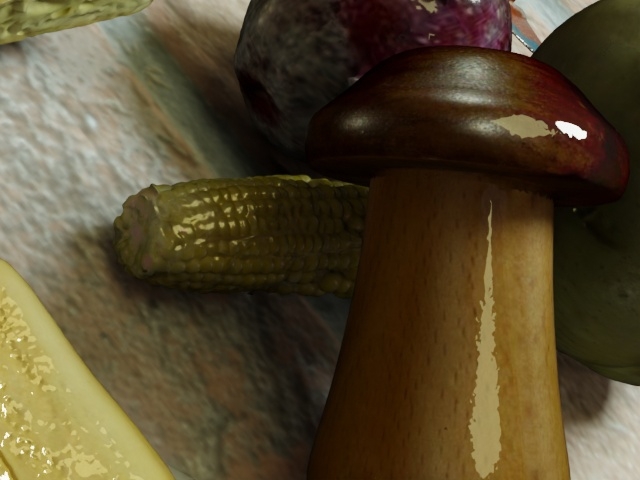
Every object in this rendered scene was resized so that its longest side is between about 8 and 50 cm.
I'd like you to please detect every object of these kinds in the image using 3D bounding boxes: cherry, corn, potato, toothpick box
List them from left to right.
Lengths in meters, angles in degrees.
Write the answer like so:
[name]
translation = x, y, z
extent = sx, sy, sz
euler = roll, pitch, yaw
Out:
[corn]
translation = 0.000, 0.000, 1.142
extent = 0.288, 0.086, 0.086
euler = 1, 56, -40
[cherry]
translation = 0.032, -0.129, 1.207
extent = 0.195, 0.195, 0.195
euler = 25, 43, -26
[toothpick box]
translation = 0.078, 0.035, 1.031
extent = 0.192, 0.192, 0.294
euler = 10, 82, -38
[potato]
translation = 0.228, -0.041, 1.200
extent = 0.221, 0.326, 0.243
euler = -30, 81, -24

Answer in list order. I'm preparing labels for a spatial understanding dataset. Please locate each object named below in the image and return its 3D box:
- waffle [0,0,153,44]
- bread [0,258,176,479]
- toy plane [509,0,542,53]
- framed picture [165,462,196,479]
[waffle]
translation = -0.236, -0.189, 1.064
extent = 0.274, 0.057, 0.168
euler = -21, 71, -35
[bread]
translation = -0.167, 0.112, 0.871
extent = 0.147, 0.098, 0.217
euler = -19, 67, -46
[toy plane]
translation = 0.045, -0.231, 1.373
extent = 0.326, 0.104, 0.223
euler = 8, 51, -34
[framed picture]
translation = -0.068, 0.235, 0.922
extent = 0.184, 0.016, 0.250
euler = 32, 40, -17
